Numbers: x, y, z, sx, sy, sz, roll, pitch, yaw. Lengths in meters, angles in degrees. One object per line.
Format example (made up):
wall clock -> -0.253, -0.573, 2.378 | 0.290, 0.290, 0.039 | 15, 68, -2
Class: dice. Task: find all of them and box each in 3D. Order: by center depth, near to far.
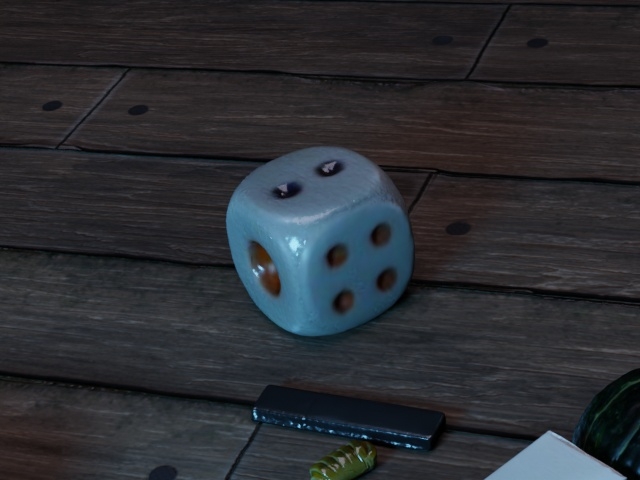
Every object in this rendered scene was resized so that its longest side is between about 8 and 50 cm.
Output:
dice -> 0.000, 0.000, 2.232 | 0.192, 0.193, 0.194 | -27, 34, -22

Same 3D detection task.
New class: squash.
squash -> 0.370, 0.244, 1.695 | 0.165, 0.252, 0.252 | -41, 34, 4

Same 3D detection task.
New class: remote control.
remote control -> 0.032, 0.213, 2.045 | 0.245, 0.025, 0.063 | 6, 40, 25

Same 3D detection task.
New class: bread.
bread -> 0.025, 0.259, 1.966 | 0.088, 0.034, 0.049 | -25, 29, -22

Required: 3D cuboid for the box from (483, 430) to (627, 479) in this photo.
box -> 0.174, 0.348, 1.611 | 0.274, 0.203, 0.116 | -32, 38, -26
